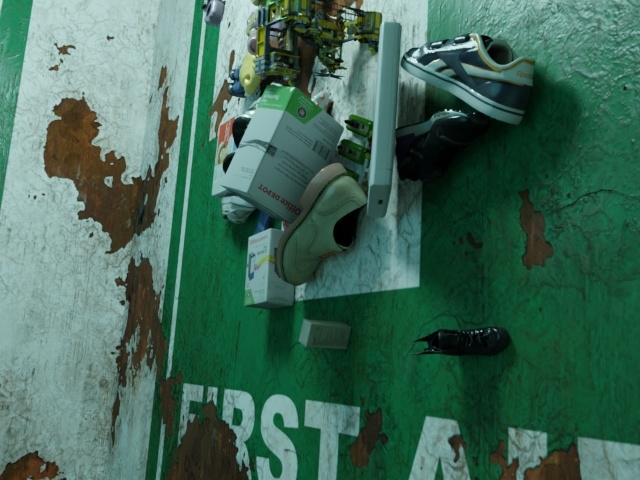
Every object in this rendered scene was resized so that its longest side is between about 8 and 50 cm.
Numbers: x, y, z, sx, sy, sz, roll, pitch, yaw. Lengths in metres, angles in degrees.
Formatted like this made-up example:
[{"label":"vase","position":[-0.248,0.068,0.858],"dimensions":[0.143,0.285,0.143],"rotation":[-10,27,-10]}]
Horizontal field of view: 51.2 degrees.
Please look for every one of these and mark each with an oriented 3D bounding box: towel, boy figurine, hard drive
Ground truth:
[{"label":"towel","position":[-0.175,-0.050,2.075],"dimensions":[0.067,0.029,0.119],"rotation":[46,121,54]},{"label":"boy figurine","position":[-0.224,-0.581,2.257],"dimensions":[0.285,0.092,0.177],"rotation":[-15,68,57]},{"label":"hard drive","position":[0.136,-0.249,1.434],"dimensions":[0.233,0.047,0.353],"rotation":[80,-166,-76]}]

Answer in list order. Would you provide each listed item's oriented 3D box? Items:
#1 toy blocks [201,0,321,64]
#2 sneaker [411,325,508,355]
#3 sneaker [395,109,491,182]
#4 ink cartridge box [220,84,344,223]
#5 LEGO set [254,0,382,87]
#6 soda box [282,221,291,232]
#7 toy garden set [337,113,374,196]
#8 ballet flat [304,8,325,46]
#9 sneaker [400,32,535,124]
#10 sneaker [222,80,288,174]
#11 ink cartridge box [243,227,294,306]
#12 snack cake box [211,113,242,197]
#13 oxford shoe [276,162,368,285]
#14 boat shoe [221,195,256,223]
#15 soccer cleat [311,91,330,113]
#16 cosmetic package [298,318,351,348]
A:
[{"label":"toy blocks","position":[-0.156,-0.667,1.945],"dimensions":[0.288,0.309,0.260],"rotation":[-53,33,39]},{"label":"sneaker","position":[0.251,0.186,1.216],"dimensions":[0.170,0.089,0.051],"rotation":[-26,60,55]},{"label":"sneaker","position":[0.245,-0.179,1.339],"dimensions":[0.283,0.107,0.124],"rotation":[172,101,-69]},{"label":"ink cartridge box","position":[-0.094,-0.212,1.683],"dimensions":[0.121,0.211,0.289],"rotation":[18,80,43]},{"label":"LEGO set","position":[-0.009,-0.469,1.648],"dimensions":[0.255,0.331,0.192],"rotation":[6,94,47]},{"label":"soda box","position":[-0.062,-0.132,1.841],"dimensions":[0.083,0.092,0.263],"rotation":[-46,44,40]},{"label":"toy garden set","position":[0.079,-0.181,1.658],"dimensions":[0.204,0.049,0.244],"rotation":[38,114,57]},{"label":"ballet flat","position":[-0.008,-0.619,1.958],"dimensions":[0.114,0.041,0.041],"rotation":[-60,35,31]},{"label":"sneaker","position":[0.286,-0.337,1.282],"dimensions":[0.321,0.126,0.127],"rotation":[42,123,44]},{"label":"sneaker","position":[-0.152,-0.312,2.036],"dimensions":[0.257,0.169,0.447],"rotation":[-53,-3,-25]},{"label":"ink cartridge box","position":[-0.145,0.084,1.921],"dimensions":[0.154,0.093,0.212],"rotation":[-17,65,58]},{"label":"snack cake box","position":[-0.294,-0.282,2.288],"dimensions":[0.152,0.089,0.264],"rotation":[-11,72,60]},{"label":"oxford shoe","position":[0.000,0.000,1.660],"dimensions":[0.146,0.140,0.397],"rotation":[47,139,23]},{"label":"boat shoe","position":[-0.269,-0.099,2.187],"dimensions":[0.267,0.096,0.088],"rotation":[6,90,61]},{"label":"soccer cleat","position":[-0.042,-0.330,1.841],"dimensions":[0.076,0.068,0.196],"rotation":[20,76,40]},{"label":"cosmetic package","position":[0.011,0.222,1.588],"dimensions":[0.041,0.115,0.060],"rotation":[24,102,59]}]
